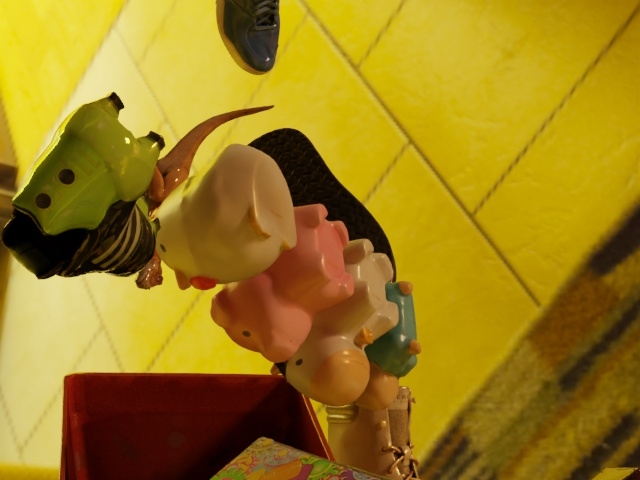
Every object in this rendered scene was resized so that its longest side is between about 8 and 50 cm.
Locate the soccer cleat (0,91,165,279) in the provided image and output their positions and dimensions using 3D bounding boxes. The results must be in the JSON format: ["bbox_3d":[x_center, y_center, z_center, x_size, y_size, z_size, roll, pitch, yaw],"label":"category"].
[{"bbox_3d":[-0.113,-0.010,0.535,0.072,0.060,0.179,-47,-4,-18],"label":"soccer cleat"}]

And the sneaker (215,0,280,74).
[{"bbox_3d":[-0.052,-0.228,1.039,0.084,0.058,0.152,0,100,50],"label":"sneaker"}]

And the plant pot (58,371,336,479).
[{"bbox_3d":[-0.141,0.300,1.203,0.267,0.267,0.236,-122,36,-69],"label":"plant pot"}]

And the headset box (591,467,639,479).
[{"bbox_3d":[0.329,0.421,1.206,0.218,0.110,0.293,-35,84,-11],"label":"headset box"}]

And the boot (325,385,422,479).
[{"bbox_3d":[0.102,0.277,1.375,0.262,0.095,0.204,-3,79,44],"label":"boot"}]

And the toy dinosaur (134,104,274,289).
[{"bbox_3d":[-0.142,-0.060,1.058,0.064,0.112,0.212,12,75,53],"label":"toy dinosaur"}]

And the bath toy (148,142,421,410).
[{"bbox_3d":[-0.032,0.047,0.998,0.129,0.348,0.151,-15,58,23],"label":"bath toy"}]

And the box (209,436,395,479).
[{"bbox_3d":[0.049,0.272,0.514,0.290,0.177,0.279,3,126,55],"label":"box"}]

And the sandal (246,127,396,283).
[{"bbox_3d":[0.002,-0.002,1.659,0.167,0.107,0.446,-25,44,1],"label":"sandal"}]
